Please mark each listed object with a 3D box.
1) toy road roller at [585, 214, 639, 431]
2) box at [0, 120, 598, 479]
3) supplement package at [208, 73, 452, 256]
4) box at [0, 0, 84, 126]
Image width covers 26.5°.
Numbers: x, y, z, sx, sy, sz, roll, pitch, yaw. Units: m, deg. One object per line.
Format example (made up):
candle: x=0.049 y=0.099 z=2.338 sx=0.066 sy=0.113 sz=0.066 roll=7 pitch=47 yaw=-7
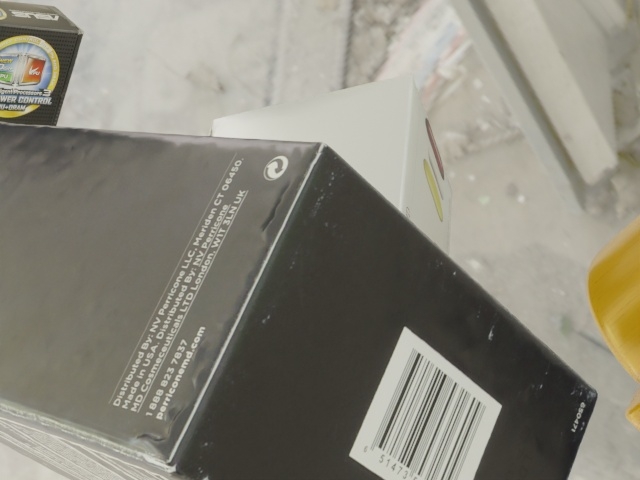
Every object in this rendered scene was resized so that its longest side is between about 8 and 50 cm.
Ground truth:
toy road roller: x=0.301 y=0.091 z=0.992 sx=0.240 sy=0.329 sz=0.202 roll=45 pitch=124 yaw=4
box: x=-0.051 y=0.079 z=0.797 sx=0.294 sy=0.296 sz=0.182 roll=7 pitch=65 yaw=44
supplement package: x=0.000 y=0.000 z=1.207 sx=0.204 sy=0.145 sz=0.261 roll=-11 pitch=39 yaw=17
box: x=-0.361 y=-0.107 z=1.179 sx=0.060 sy=0.270 sz=0.216 roll=44 pitch=121 yaw=39
